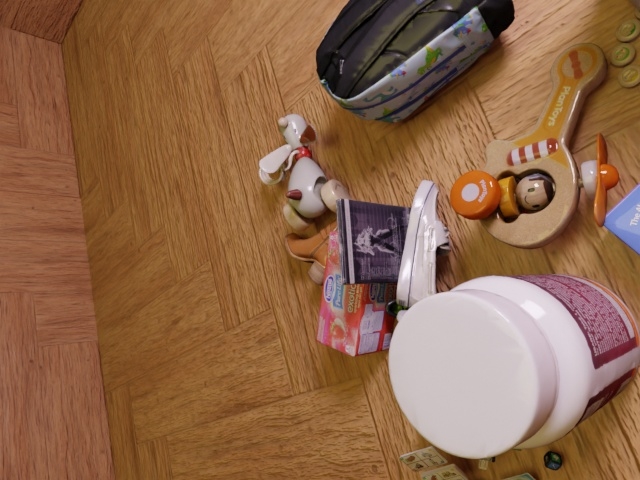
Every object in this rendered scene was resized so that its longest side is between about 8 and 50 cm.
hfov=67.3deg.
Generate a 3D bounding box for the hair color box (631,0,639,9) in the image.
[{"bbox_3d":[0.426,-0.426,0.604,0.110,0.339,0.185,-37,58,28],"label":"hair color box"}]

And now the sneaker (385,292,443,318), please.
[{"bbox_3d":[0.215,0.141,0.978,0.188,0.078,0.066,-9,81,42],"label":"sneaker"}]

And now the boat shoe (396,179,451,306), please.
[{"bbox_3d":[0.217,0.006,0.958,0.088,0.096,0.267,8,68,18],"label":"boat shoe"}]

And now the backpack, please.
[{"bbox_3d":[0.160,-0.402,0.967,0.356,0.273,0.290,-34,65,14],"label":"backpack"}]

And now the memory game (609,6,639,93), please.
[{"bbox_3d":[0.542,-0.305,0.728,0.186,0.012,0.186,-3,85,44],"label":"memory game"}]

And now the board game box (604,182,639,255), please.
[{"bbox_3d":[0.594,-0.072,0.618,0.347,0.078,0.233,-54,54,28],"label":"board game box"}]

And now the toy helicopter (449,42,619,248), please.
[{"bbox_3d":[0.390,-0.153,0.792,0.235,0.140,0.354,24,94,48],"label":"toy helicopter"}]

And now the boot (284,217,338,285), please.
[{"bbox_3d":[0.000,0.000,1.212,0.197,0.073,0.152,47,111,37],"label":"boot"}]

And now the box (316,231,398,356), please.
[{"bbox_3d":[0.088,0.112,1.070,0.123,0.128,0.256,11,96,44],"label":"box"}]

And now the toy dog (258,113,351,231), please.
[{"bbox_3d":[-0.065,-0.181,1.199,0.220,0.161,0.333,-48,58,15],"label":"toy dog"}]

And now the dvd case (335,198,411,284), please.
[{"bbox_3d":[0.119,0.005,0.979,0.018,0.221,0.164,-11,80,46],"label":"dvd case"}]

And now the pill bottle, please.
[{"bbox_3d":[0.287,0.160,0.686,0.224,0.393,0.223,-3,85,44],"label":"pill bottle"}]

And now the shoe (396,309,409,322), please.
[{"bbox_3d":[0.224,0.196,0.925,0.178,0.063,0.081,17,107,-1],"label":"shoe"}]

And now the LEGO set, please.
[{"bbox_3d":[0.294,0.395,0.872,0.182,0.060,0.244,45,123,-14],"label":"LEGO set"}]
